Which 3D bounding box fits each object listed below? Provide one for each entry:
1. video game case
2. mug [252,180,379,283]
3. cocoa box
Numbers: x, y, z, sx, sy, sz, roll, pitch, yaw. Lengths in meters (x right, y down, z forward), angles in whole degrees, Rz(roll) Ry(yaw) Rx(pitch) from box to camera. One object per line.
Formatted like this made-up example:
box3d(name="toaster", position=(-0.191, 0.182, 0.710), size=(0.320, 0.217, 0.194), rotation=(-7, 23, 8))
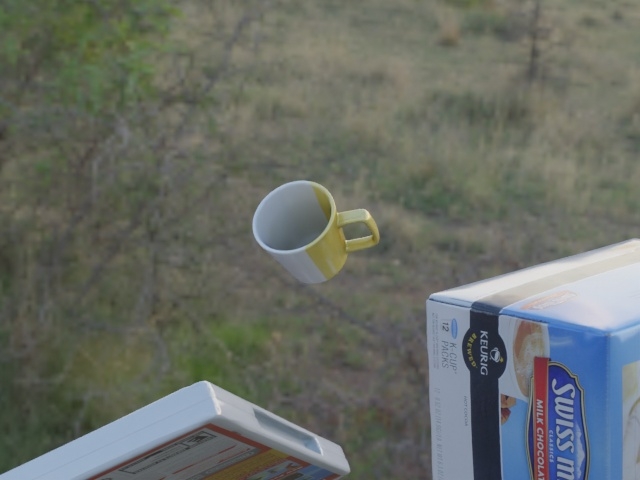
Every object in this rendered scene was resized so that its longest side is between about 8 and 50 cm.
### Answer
box3d(name="video game case", position=(-0.109, 0.163, 0.870), size=(0.204, 0.025, 0.285), rotation=(-26, -21, 8))
box3d(name="mug", position=(-0.004, 0.002, 0.997), size=(0.078, 0.062, 0.064), rotation=(21, -23, 32))
box3d(name="cocoa box", position=(0.309, 0.146, 1.406), size=(0.347, 0.231, 0.228), rotation=(-13, 16, -40))
